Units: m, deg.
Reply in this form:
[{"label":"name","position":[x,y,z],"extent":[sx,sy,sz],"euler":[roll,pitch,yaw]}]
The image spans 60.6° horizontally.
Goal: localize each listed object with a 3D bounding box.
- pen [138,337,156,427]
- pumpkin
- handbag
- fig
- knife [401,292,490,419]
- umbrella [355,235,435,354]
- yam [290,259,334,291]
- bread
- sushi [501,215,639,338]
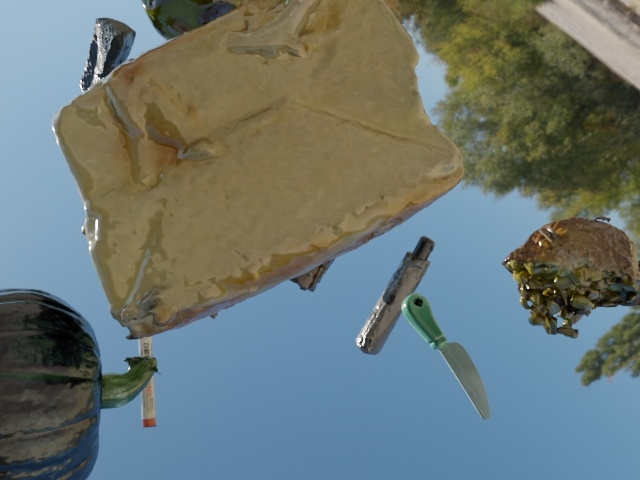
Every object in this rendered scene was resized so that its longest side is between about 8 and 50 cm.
[{"label":"pen","position":[-0.314,0.225,0.989],"extent":[0.026,0.026,0.218],"euler":[6,-106,-47]},{"label":"pumpkin","position":[-0.306,0.172,0.620],"extent":[0.248,0.248,0.248],"euler":[29,-151,-18]},{"label":"handbag","position":[-0.486,-0.375,1.236],"extent":[0.089,0.270,0.175],"euler":[13,-141,-28]},{"label":"fig","position":[-0.270,-0.566,1.229],"extent":[0.240,0.239,0.271],"euler":[28,-125,-21]},{"label":"knife","position":[0.242,0.210,1.024],"extent":[0.063,0.034,0.260],"euler":[-27,-104,-37]},{"label":"umbrella","position":[0.193,0.141,1.393],"extent":[0.067,0.337,0.073],"euler":[35,-169,37]},{"label":"yam","position":[0.002,0.001,1.475],"extent":[0.131,0.279,0.131],"euler":[30,172,4]},{"label":"bread","position":[-0.069,-0.083,0.665],"extent":[0.279,0.390,0.371],"euler":[61,-179,5]},{"label":"sushi","position":[0.467,0.066,0.966],"extent":[0.297,0.167,0.179],"euler":[19,-123,-25]}]
